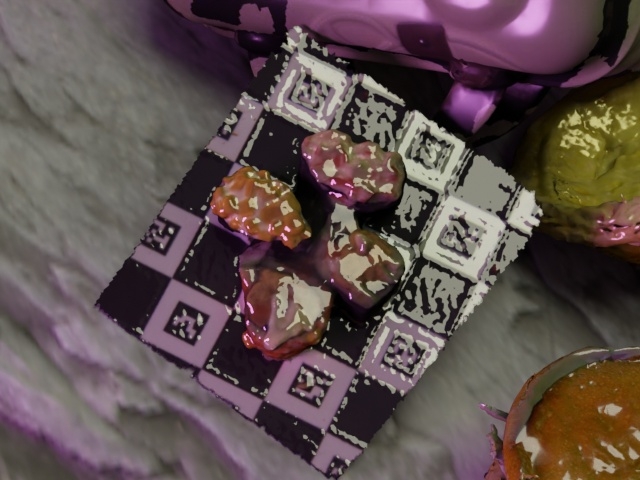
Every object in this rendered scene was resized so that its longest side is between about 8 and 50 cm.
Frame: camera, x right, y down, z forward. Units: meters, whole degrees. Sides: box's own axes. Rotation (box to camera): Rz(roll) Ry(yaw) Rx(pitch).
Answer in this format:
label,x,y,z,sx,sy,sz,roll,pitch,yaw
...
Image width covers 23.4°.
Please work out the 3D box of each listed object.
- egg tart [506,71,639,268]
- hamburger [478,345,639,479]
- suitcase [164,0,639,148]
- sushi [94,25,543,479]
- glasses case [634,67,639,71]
label,x,y,z,sx,sy,sz,roll,pitch,yaw
egg tart,0.226,-0.048,1.010,0.212,0.090,0.212,-20,27,11
hamburger,0.163,0.148,0.853,0.185,0.113,0.177,31,52,15
suitcase,0.058,-0.214,0.955,0.351,0.339,0.194,13,15,31
sushi,0.000,0.000,0.880,0.193,0.040,0.210,35,77,8
glasses case,0.126,-0.187,1.098,0.282,0.067,0.109,25,43,24
